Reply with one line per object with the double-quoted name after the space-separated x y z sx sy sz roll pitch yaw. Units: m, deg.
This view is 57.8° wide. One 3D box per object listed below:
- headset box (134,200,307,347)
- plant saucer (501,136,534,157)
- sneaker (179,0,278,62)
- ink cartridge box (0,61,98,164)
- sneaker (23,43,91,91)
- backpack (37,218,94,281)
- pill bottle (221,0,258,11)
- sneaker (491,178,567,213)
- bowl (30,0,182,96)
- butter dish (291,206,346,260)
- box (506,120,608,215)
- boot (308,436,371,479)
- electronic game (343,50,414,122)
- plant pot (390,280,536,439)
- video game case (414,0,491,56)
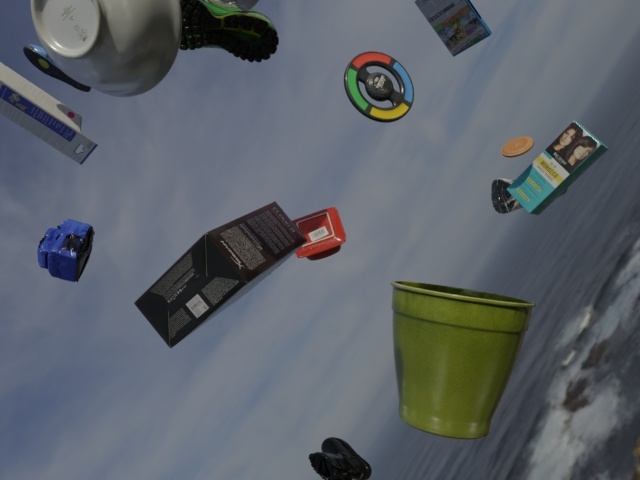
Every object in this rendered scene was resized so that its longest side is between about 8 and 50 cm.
-0.170 0.051 1.095 0.218 0.110 0.293 -40 -2 27 "headset box"
0.514 -0.247 1.516 0.083 0.084 0.013 -50 -57 -29 "plant saucer"
-0.273 -0.526 1.404 0.146 0.344 0.134 -99 27 -56 "sneaker"
-0.863 -0.387 1.776 0.176 0.371 0.069 -23 37 49 "ink cartridge box"
-0.725 -0.500 1.638 0.069 0.209 0.082 -47 20 57 "sneaker"
-0.553 0.010 1.267 0.120 0.101 0.098 -83 19 -45 "backpack"
-0.214 -0.583 1.251 0.184 0.103 0.103 29 -85 -41 "pill bottle"
0.622 -0.140 1.741 0.283 0.122 0.110 -173 78 -73 "sneaker"
-0.410 -0.401 1.034 0.297 0.298 0.134 -64 -9 27 "bowl"
0.000 0.000 1.766 0.160 0.159 0.118 -19 -42 4 "butter dish"
0.617 -0.186 1.522 0.060 0.100 0.244 5 -48 -48 "box"
0.019 0.372 0.985 0.099 0.121 0.045 21 -89 -44 "boot"
0.176 -0.459 1.729 0.229 0.229 0.048 -51 7 -24 "electronic game"
0.339 0.304 1.495 0.366 0.367 0.352 10 -92 -76 "plant pot"
0.315 -0.532 1.382 0.119 0.166 0.015 -18 28 54 "video game case"
